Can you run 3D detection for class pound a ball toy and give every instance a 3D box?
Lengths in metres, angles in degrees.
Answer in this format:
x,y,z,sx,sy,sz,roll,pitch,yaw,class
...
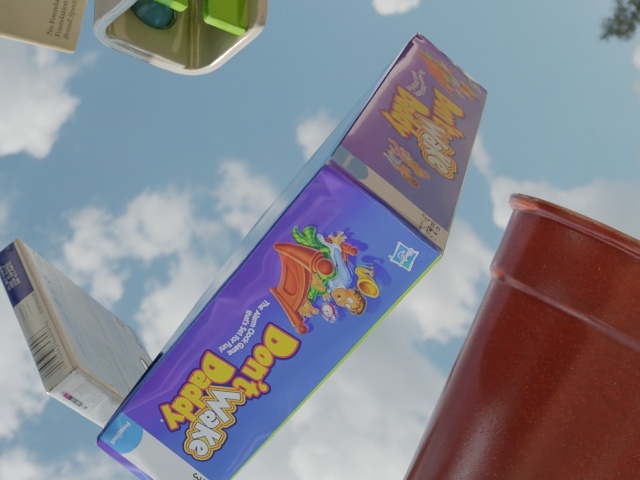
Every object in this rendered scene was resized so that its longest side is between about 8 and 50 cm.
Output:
x,y,z,sx,sy,sz,roll,pitch,yaw,class
-0.169,-0.331,0.962,0.208,0.135,0.319,16,-119,-38,pound a ball toy

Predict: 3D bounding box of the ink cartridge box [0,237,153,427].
x,y,z,sx,sy,sz,roll,pitch,yaw,class
-0.364,0.187,1.709,0.324,0.071,0.330,51,180,43,ink cartridge box

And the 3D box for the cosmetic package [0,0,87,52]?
x,y,z,sx,sy,sz,roll,pitch,yaw,class
-0.380,-0.294,1.016,0.309,0.160,0.113,6,-169,-40,cosmetic package

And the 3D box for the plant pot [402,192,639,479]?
x,y,z,sx,sy,sz,roll,pitch,yaw,class
0.216,0.141,0.877,0.272,0.265,0.272,28,-179,-1,plant pot

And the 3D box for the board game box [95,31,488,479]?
x,y,z,sx,sy,sz,roll,pitch,yaw,class
0.000,0.000,0.730,0.078,0.233,0.347,39,-155,-4,board game box
